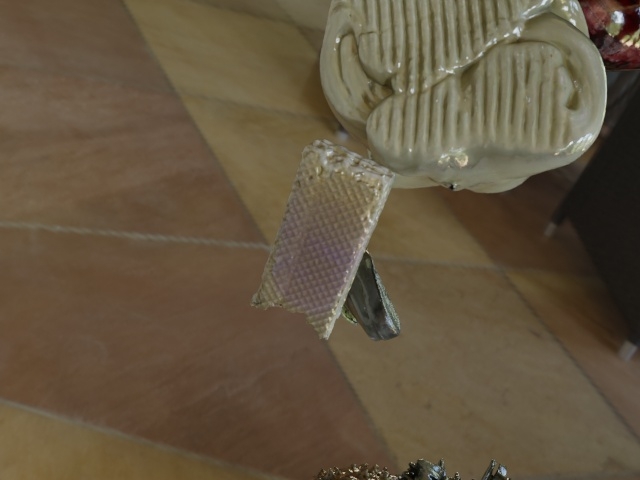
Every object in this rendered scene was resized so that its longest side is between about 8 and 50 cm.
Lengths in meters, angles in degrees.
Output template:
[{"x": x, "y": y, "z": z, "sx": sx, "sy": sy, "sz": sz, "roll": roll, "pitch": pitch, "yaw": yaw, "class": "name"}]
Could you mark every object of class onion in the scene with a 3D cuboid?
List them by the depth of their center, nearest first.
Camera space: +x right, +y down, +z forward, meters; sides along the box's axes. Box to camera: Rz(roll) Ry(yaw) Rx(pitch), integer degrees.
[{"x": 0.432, "y": -0.356, "z": 1.563, "sx": 0.281, "sy": 0.221, "sz": 0.281, "roll": 32, "pitch": 41, "yaw": -33, "class": "onion"}]

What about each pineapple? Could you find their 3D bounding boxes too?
[{"x": 0.129, "y": 0.390, "z": 1.493, "sx": 0.309, "sy": 0.170, "sz": 0.141, "roll": -5, "pitch": 13, "yaw": -14, "class": "pineapple"}]

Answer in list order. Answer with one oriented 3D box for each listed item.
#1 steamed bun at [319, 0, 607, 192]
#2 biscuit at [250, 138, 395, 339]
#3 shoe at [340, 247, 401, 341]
[{"x": 0.187, "y": -0.213, "z": 1.429, "sx": 0.367, "sy": 0.255, "sz": 0.343, "roll": -4, "pitch": 74, "yaw": 4, "class": "steamed bun"}, {"x": 0.000, "y": 0.000, "z": 1.227, "sx": 0.108, "sy": 0.239, "sz": 0.062, "roll": 25, "pitch": 30, "yaw": 8, "class": "biscuit"}, {"x": 0.014, "y": 0.064, "z": 1.511, "sx": 0.149, "sy": 0.109, "sz": 0.293, "roll": -22, "pitch": 35, "yaw": 2, "class": "shoe"}]
